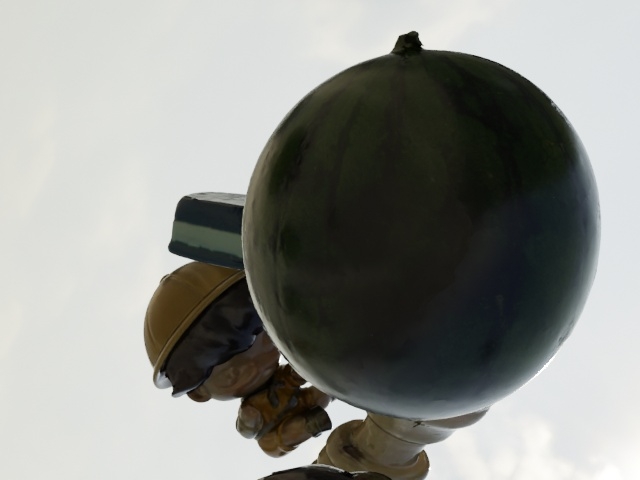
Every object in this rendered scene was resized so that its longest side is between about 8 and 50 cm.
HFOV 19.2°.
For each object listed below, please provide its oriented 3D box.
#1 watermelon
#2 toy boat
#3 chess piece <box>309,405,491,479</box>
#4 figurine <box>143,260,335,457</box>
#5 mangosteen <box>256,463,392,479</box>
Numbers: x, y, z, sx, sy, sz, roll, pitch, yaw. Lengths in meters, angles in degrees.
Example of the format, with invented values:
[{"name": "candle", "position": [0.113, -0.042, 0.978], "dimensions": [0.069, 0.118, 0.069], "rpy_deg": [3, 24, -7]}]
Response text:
[{"name": "watermelon", "position": [0.065, -0.005, 1.221], "dimensions": [0.242, 0.242, 0.242], "rpy_deg": [-49, -157, 30]}, {"name": "toy boat", "position": [0.000, 0.000, 1.738], "dimensions": [0.096, 0.299, 0.062], "rpy_deg": [-13, 109, -62]}, {"name": "chess piece", "position": [0.064, 0.237, 2.044], "dimensions": [0.139, 0.124, 0.307], "rpy_deg": [-18, 146, -53]}, {"name": "figurine", "position": [-0.100, 0.140, 2.221], "dimensions": [0.167, 0.257, 0.192], "rpy_deg": [-20, -162, 48]}, {"name": "mangosteen", "position": [0.005, 0.303, 1.764], "dimensions": [0.210, 0.210, 0.210], "rpy_deg": [-49, -157, 30]}]
